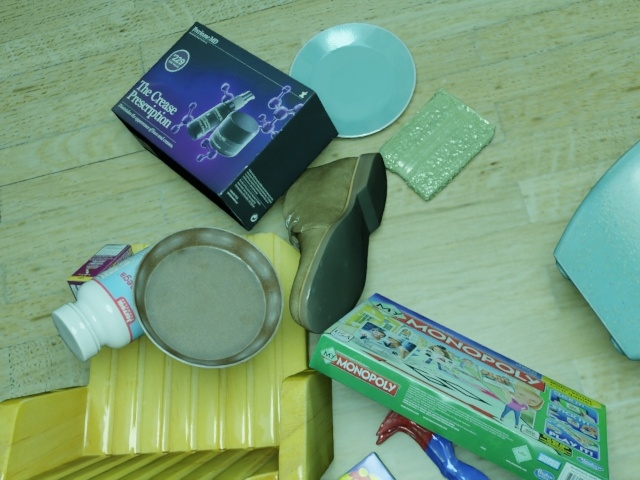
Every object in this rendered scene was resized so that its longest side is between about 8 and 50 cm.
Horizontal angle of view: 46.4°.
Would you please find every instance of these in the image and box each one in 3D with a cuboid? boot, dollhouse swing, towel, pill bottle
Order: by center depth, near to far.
[{"bbox_3d":[-0.221,0.069,0.863,0.160,0.087,0.087,-34,69,-31],"label":"pill bottle"},{"bbox_3d":[-0.174,0.132,0.889,0.346,0.315,0.305,-4,83,7],"label":"dollhouse swing"},{"bbox_3d":[0.000,0.000,0.948,0.115,0.112,0.305,-1,39,20],"label":"boot"},{"bbox_3d":[0.162,-0.135,1.045,0.110,0.027,0.148,42,82,17],"label":"towel"}]

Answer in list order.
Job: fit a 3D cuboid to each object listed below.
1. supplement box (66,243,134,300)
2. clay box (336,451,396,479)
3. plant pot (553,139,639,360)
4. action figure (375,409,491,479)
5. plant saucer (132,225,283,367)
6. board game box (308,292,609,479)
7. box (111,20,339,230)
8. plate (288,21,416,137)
[{"bbox_3d":[-0.266,0.048,0.928,0.043,0.055,0.083,1,31,25],"label":"supplement box"},{"bbox_3d":[0.017,0.373,0.893,0.222,0.053,0.127,-38,71,-5],"label":"clay box"},{"bbox_3d":[0.417,0.012,0.855,0.252,0.247,0.248,-37,70,14],"label":"plant pot"},{"bbox_3d":[0.174,0.324,0.867,0.280,0.091,0.139,29,72,17],"label":"action figure"},{"bbox_3d":[-0.125,0.064,0.831,0.168,0.029,0.169,9,62,-17],"label":"plant saucer"},{"bbox_3d":[0.167,0.168,0.854,0.317,0.213,0.046,25,106,15],"label":"board game box"},{"bbox_3d":[-0.135,-0.164,1.026,0.261,0.103,0.184,36,78,33],"label":"box"},{"bbox_3d":[0.046,-0.232,1.094,0.188,0.024,0.188,-3,72,8],"label":"plate"}]
